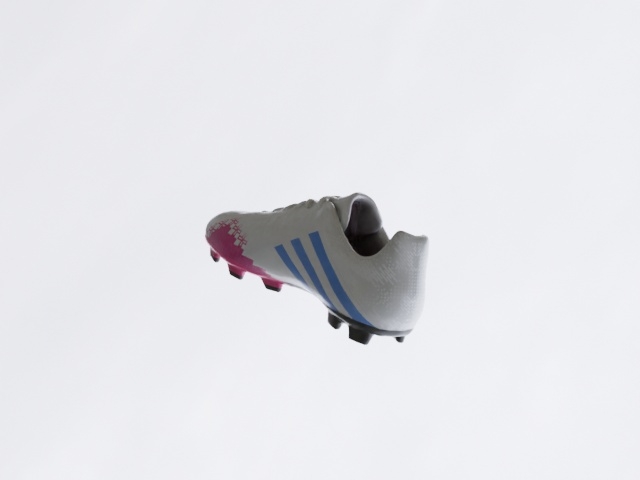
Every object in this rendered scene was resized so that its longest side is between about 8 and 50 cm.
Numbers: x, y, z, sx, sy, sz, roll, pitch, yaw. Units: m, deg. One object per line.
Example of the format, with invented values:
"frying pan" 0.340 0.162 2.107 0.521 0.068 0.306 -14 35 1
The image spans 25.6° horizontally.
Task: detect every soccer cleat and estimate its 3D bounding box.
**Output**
"soccer cleat" 0.000 0.000 1.574 0.331 0.116 0.143 26 -73 43
